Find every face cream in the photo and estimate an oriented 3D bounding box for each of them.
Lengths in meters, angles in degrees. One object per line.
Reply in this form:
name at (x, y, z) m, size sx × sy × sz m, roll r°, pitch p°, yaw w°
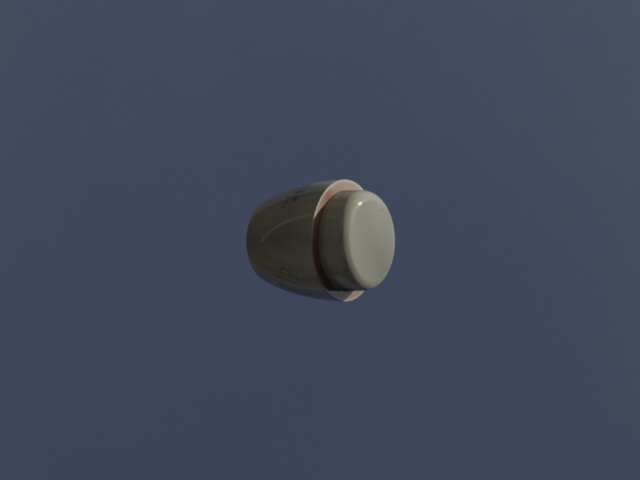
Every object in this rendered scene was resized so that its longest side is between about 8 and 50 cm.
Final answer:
face cream at (0.000, 0.000, 1.137) m, size 0.095 × 0.091 × 0.091 m, roll 0°, pitch -103°, yaw 35°
